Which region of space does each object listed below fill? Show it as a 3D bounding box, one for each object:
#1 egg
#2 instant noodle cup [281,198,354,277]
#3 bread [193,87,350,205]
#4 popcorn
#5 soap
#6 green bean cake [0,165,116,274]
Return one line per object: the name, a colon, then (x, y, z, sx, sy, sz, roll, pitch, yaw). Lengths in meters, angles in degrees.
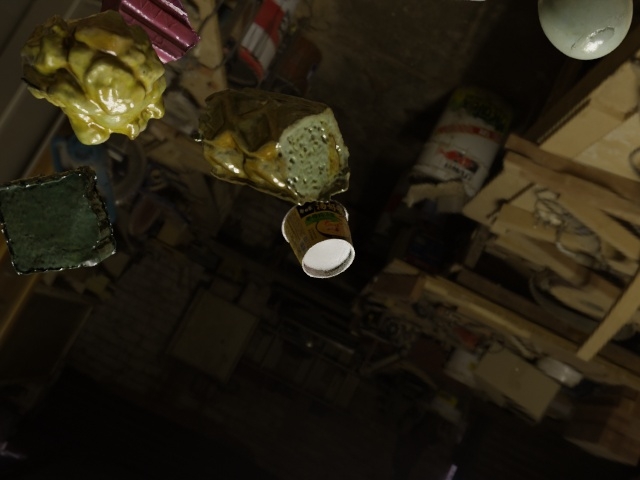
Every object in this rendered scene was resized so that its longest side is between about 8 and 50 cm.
egg: (0.565, -0.505, 1.511, 0.187, 0.253, 0.186, -6, 150, -4)
instant noodle cup: (0.000, 0.000, 1.503, 0.151, 0.151, 0.122, 36, -154, -41)
bread: (-0.095, -0.188, 1.387, 0.252, 0.196, 0.238, 18, 150, 40)
popcorn: (-0.393, -0.290, 1.238, 0.252, 0.215, 0.286, 43, 168, -31)
soap: (-0.420, -0.553, 1.772, 0.099, 0.162, 0.250, 0, 162, 40)
green bean cake: (-0.649, -0.049, 1.740, 0.255, 0.241, 0.132, -10, -170, 11)
